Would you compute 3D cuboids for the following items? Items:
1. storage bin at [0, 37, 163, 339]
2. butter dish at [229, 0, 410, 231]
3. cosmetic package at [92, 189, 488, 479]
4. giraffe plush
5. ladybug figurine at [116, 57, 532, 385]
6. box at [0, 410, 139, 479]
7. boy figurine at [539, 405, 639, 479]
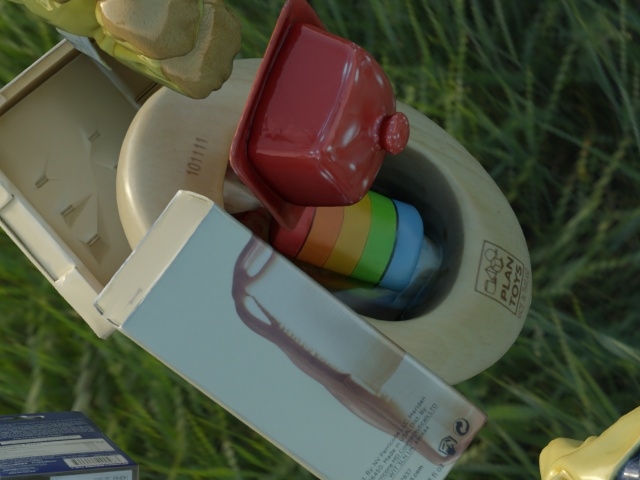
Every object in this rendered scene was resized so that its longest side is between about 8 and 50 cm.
[{"bbox_3d":[-0.205,-0.078,1.867,0.262,0.260,0.123,49,137,-7],"label":"storage bin"},{"bbox_3d":[0.015,-0.095,1.476,0.118,0.160,0.160,12,72,24],"label":"butter dish"},{"bbox_3d":[-0.027,0.098,1.510,0.129,0.296,0.153,-53,17,-4],"label":"cosmetic package"},{"bbox_3d":[-0.095,-0.189,0.984,0.181,0.210,0.170,30,86,-3],"label":"giraffe plush"},{"bbox_3d":[0.000,0.000,1.745,0.162,0.449,0.305,-30,42,56],"label":"ladybug figurine"},{"bbox_3d":[-0.276,0.213,1.810,0.225,0.136,0.036,-155,65,-67],"label":"box"},{"bbox_3d":[0.216,0.165,1.235,0.177,0.285,0.092,-36,88,-25],"label":"boy figurine"}]
